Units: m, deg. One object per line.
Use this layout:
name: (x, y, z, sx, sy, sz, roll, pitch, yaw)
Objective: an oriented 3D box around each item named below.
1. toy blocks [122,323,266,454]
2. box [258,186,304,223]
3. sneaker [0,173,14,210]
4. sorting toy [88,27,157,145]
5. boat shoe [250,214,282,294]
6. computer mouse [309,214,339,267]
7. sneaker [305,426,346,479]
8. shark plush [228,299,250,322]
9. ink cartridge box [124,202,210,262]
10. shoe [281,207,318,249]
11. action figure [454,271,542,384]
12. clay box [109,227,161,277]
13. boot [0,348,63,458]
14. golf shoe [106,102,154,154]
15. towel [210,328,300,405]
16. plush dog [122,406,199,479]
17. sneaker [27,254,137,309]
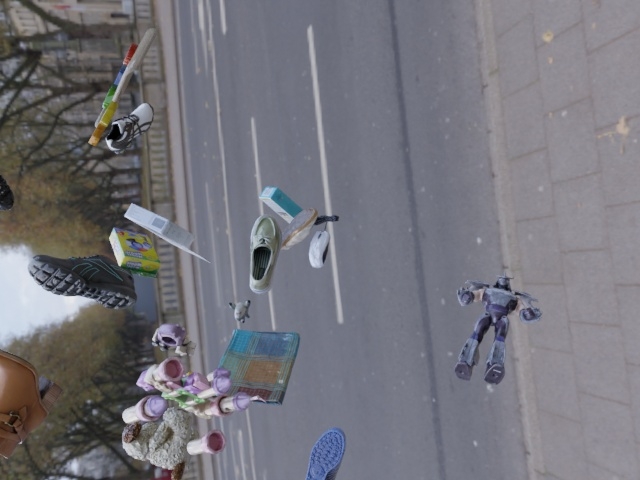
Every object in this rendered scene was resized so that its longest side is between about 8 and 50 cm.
toy blocks: (-0.334, 0.396, 1.622, 0.260, 0.289, 0.308, -28, 35, 39)
box: (-0.137, -0.131, 2.453, 0.101, 0.244, 0.060, 11, 65, 54)
sneaker: (-0.889, -0.156, 1.476, 0.106, 0.234, 0.078, -30, 26, 30)
sorting toy: (-0.509, -0.387, 1.464, 0.229, 0.041, 0.307, -42, 30, 37)
boat shoe: (-0.185, 0.032, 1.961, 0.094, 0.109, 0.302, 98, 173, -59)
computer mouse: (0.000, 0.000, 2.027, 0.106, 0.042, 0.192, 3, 76, 32)
sneaker: (0.014, 0.582, 1.536, 0.232, 0.082, 0.090, -68, -14, 14)
shark plush: (-0.271, 0.248, 1.972, 0.161, 0.073, 0.067, 115, 148, -73)
ink cartridge box: (-0.531, -0.027, 2.067, 0.275, 0.239, 0.060, 20, 79, 43)
shoe: (-0.078, -0.038, 2.074, 0.219, 0.058, 0.076, -40, 39, 29)
action figure: (0.381, 0.174, 1.272, 0.285, 0.186, 0.099, -62, -32, -36)
clay box: (-0.621, 0.042, 1.955, 0.222, 0.128, 0.053, 47, 114, 48)
boot: (-0.825, 0.415, 1.500, 0.109, 0.220, 0.283, 15, 147, 28)
golf shoe: (-0.614, -0.372, 1.880, 0.198, 0.077, 0.094, -57, -13, -10)
towel: (-0.232, 0.448, 2.117, 0.370, 0.272, 0.040, -73, -16, -61)
plush dog: (-0.548, 0.684, 1.948, 0.262, 0.226, 0.210, 91, -173, -53)
sneaker: (-0.574, 0.085, 1.417, 0.101, 0.267, 0.106, -33, 47, 30)
